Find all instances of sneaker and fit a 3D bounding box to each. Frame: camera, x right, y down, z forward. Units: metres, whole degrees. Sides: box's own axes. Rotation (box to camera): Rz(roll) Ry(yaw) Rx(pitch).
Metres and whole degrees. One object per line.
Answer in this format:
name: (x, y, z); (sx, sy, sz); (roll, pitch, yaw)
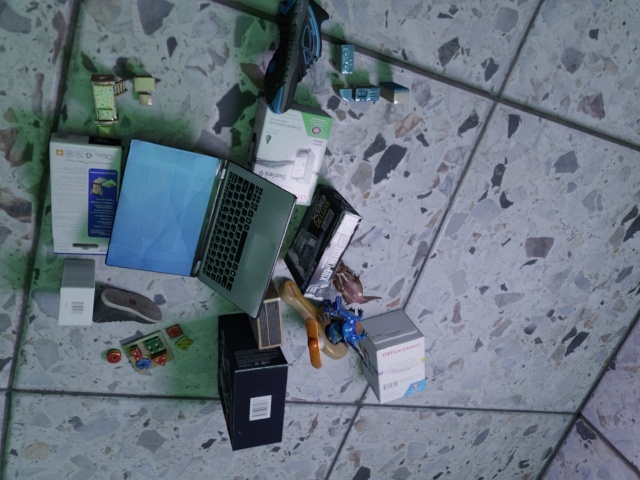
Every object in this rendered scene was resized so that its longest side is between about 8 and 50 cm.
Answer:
sneaker: (-0.057, -0.506, 1.492); (0.139, 0.125, 0.341); (14, 88, -37)
sneaker: (-0.630, 0.230, 1.749); (0.118, 0.083, 0.222); (-37, 133, 25)

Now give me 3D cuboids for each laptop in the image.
laptop: (-0.333, -0.023, 1.474); (0.236, 0.408, 0.382); (-11, 126, -55)

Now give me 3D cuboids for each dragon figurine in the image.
dragon figurine: (0.085, 0.316, 1.863); (0.144, 0.085, 0.289); (-17, 104, -38)

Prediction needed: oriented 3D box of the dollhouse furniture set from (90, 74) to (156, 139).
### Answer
dollhouse furniture set: (-0.522, -0.345, 1.462); (0.161, 0.101, 0.182); (-6, 118, -18)

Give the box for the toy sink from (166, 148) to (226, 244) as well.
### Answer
toy sink: (-0.354, -0.129, 1.621); (0.152, 0.131, 0.234); (21, 106, -28)

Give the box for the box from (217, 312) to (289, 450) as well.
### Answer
box: (-0.244, 0.476, 1.870); (0.179, 0.312, 0.343); (-3, 117, -18)

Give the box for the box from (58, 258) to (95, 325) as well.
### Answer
box: (-0.720, 0.152, 1.606); (0.091, 0.170, 0.130); (4, 115, -24)

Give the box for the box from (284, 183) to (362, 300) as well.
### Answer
box: (0.000, 0.000, 1.754); (0.076, 0.242, 0.307); (16, 110, -27)

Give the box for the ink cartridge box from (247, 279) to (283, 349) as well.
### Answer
ink cartridge box: (-0.194, 0.214, 1.798); (0.088, 0.235, 0.193); (-9, 118, -15)

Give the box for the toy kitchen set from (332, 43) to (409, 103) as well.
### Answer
toy kitchen set: (0.154, -0.500, 1.620); (0.207, 0.122, 0.166); (-7, 118, -17)

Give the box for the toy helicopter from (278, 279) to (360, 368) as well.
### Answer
toy helicopter: (-0.027, 0.288, 1.924); (0.140, 0.235, 0.355); (-31, 109, 35)

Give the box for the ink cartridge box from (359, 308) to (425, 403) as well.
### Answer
ink cartridge box: (0.278, 0.449, 2.117); (0.198, 0.197, 0.270); (-14, 120, -13)

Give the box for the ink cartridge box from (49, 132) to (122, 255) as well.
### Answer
ink cartridge box: (-0.661, -0.119, 1.530); (0.175, 0.069, 0.371); (2, 124, -21)

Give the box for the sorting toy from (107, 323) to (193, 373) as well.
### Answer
sorting toy: (-0.577, 0.389, 1.858); (0.274, 0.046, 0.132); (-21, 122, -9)

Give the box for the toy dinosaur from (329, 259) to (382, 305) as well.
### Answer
toy dinosaur: (0.088, 0.149, 1.870); (0.295, 0.200, 0.127); (40, 84, -8)

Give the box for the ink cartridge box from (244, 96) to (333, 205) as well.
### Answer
ink cartridge box: (-0.104, -0.265, 1.647); (0.211, 0.121, 0.289); (6, 114, -22)
